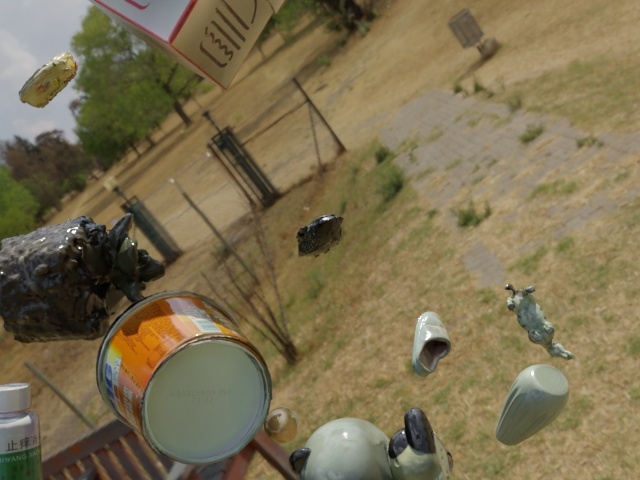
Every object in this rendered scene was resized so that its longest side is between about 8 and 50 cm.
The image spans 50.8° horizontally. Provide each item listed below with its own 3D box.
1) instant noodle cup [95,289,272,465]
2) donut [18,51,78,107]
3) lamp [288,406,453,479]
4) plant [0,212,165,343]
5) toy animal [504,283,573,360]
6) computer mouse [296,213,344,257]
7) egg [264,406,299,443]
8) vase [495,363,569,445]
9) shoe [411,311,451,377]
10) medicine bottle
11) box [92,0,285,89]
[{"bbox_3d":[-0.232,0.249,1.196,0.296,0.296,0.214,-42,25,-16],"label":"instant noodle cup"},{"bbox_3d":[-0.674,-0.396,1.680,0.174,0.068,0.175,-37,19,15],"label":"donut"},{"bbox_3d":[0.081,0.369,1.079,0.243,0.198,0.198,-23,18,14],"label":"lamp"},{"bbox_3d":[-0.449,0.067,1.297,0.312,0.215,0.213,-16,26,2],"label":"plant"},{"bbox_3d":[0.565,0.224,1.753,0.089,0.255,0.170,-30,4,7],"label":"toy animal"},{"bbox_3d":[0.000,0.000,2.006,0.146,0.078,0.242,-10,-21,-18],"label":"computer mouse"},{"bbox_3d":[-0.076,0.366,1.331,0.071,0.071,0.083,-38,3,-3],"label":"egg"},{"bbox_3d":[0.509,0.416,1.658,0.128,0.128,0.248,-55,-12,-50],"label":"vase"},{"bbox_3d":[0.357,0.316,2.112,0.100,0.103,0.251,-23,29,37],"label":"shoe"},{"bbox_3d":[-0.528,0.380,1.155,0.095,0.260,0.095,-5,-2,0],"label":"medicine bottle"},{"bbox_3d":[-0.298,-0.564,1.479,0.300,0.312,0.314,-58,-16,3],"label":"box"}]
